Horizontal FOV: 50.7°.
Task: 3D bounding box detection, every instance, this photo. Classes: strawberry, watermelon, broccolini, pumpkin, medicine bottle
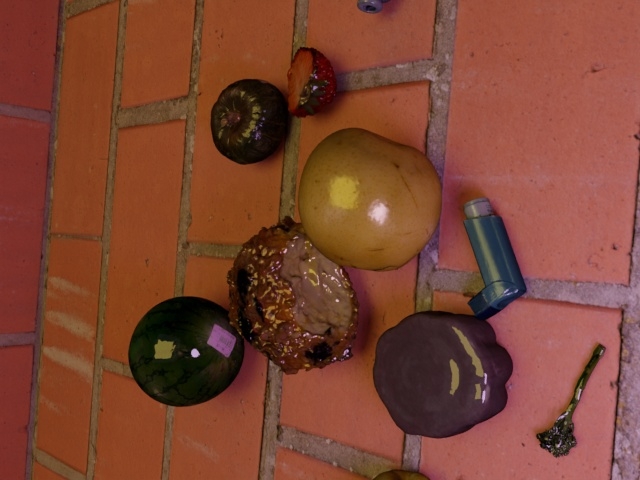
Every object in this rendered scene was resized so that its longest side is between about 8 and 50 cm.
[{"bbox_3d":[-0.015,-0.445,1.882,0.236,0.111,0.190,-103,34,-46],"label":"strawberry"},{"bbox_3d":[-0.406,0.331,2.026,0.363,0.363,0.363,-3,85,43],"label":"watermelon"},{"bbox_3d":[0.514,0.328,1.367,0.071,0.057,0.254,17,106,-1],"label":"broccolini"},{"bbox_3d":[-0.224,-0.353,2.000,0.260,0.189,0.260,-1,88,43],"label":"pumpkin"},{"bbox_3d":[0.370,0.038,1.498,0.124,0.079,0.258,-26,70,39],"label":"medicine bottle"}]

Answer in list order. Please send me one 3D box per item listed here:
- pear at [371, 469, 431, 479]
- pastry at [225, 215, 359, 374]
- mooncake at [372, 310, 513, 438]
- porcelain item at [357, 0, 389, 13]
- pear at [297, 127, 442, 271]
[{"bbox_3d":[0.185,0.633,1.567,0.200,0.200,0.200,-3,85,43],"label":"pear"},{"bbox_3d":[-0.090,0.159,1.774,0.337,0.292,0.405,-28,86,51],"label":"pastry"},{"bbox_3d":[0.275,0.299,1.521,0.306,0.154,0.306,-4,84,44],"label":"mooncake"},{"bbox_3d":[0.148,-0.713,1.723,0.141,0.141,0.259,7,83,43],"label":"porcelain item"},{"bbox_3d":[0.112,-0.090,1.567,0.348,0.348,0.348,-3,85,43],"label":"pear"}]
